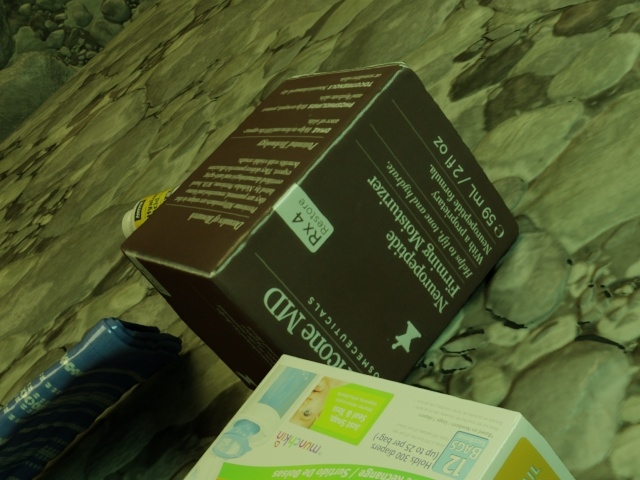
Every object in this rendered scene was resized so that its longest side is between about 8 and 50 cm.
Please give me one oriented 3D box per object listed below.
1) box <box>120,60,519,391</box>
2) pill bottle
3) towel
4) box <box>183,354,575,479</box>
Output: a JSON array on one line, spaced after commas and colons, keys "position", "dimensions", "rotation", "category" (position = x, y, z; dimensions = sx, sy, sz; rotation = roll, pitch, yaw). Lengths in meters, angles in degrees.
[{"position": [0.000, 0.000, 0.695], "dimensions": [0.203, 0.168, 0.167], "rotation": [-49, 27, -19], "category": "box"}, {"position": [-0.183, -0.026, 1.112], "dimensions": [0.116, 0.065, 0.065], "rotation": [-15, 35, 43], "category": "pill bottle"}, {"position": [-0.259, 0.188, 0.771], "dimensions": [0.336, 0.040, 0.243], "rotation": [-43, -6, -5], "category": "towel"}, {"position": [0.030, 0.146, 0.491], "dimensions": [0.114, 0.103, 0.203], "rotation": [-51, 27, -23], "category": "box"}]
